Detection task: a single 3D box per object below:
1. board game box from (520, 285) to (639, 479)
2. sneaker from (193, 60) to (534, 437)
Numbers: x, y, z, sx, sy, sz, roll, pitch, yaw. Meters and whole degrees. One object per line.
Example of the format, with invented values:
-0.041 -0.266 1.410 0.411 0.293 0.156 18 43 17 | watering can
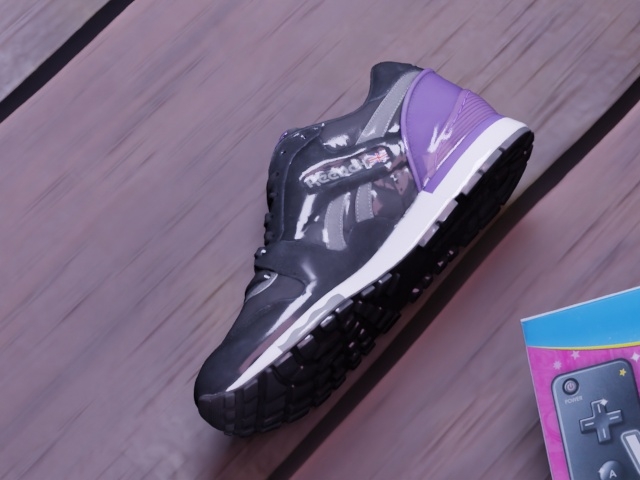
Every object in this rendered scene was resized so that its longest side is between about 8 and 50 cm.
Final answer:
0.258 0.168 1.165 0.224 0.097 0.303 -18 69 22 | board game box
0.000 0.000 1.244 0.124 0.107 0.283 37 62 18 | sneaker
